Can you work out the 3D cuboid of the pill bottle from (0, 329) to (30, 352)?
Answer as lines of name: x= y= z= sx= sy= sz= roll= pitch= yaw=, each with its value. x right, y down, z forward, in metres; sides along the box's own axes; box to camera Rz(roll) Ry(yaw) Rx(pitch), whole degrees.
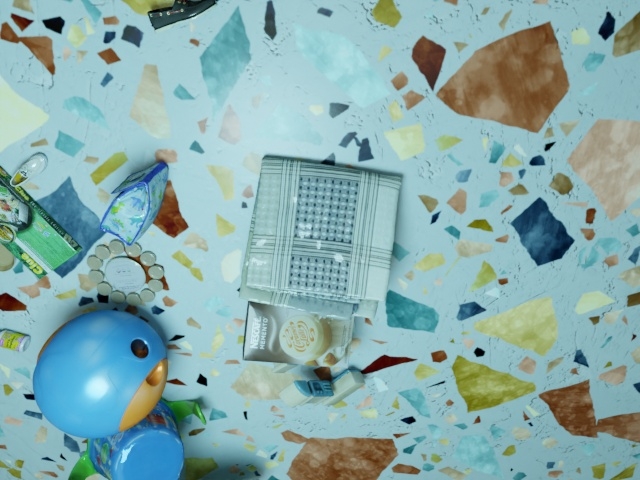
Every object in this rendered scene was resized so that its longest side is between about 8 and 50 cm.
pill bottle: x=-0.798 y=0.257 z=1.249 sx=0.083 sy=0.043 sz=0.043 roll=18 pitch=116 yaw=-8

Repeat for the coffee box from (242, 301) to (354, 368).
coffee box: x=-0.055 y=0.214 z=1.147 sx=0.246 sy=0.098 sz=0.141 roll=6 pitch=94 yaw=-9

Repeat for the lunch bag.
lunch bag: x=-0.380 y=-0.087 z=1.019 sx=0.096 sy=0.129 sz=0.151 roll=34 pitch=113 yaw=-15

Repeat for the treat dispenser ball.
treat dispenser ball: x=-0.505 y=0.306 z=1.132 sx=0.288 sy=0.288 sz=0.288 roll=1 pitch=117 yaw=1

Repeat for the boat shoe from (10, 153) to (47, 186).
boat shoe: x=-0.630 y=-0.149 z=1.045 sx=0.100 sy=0.035 sz=0.035 roll=-31 pitch=112 yaw=16

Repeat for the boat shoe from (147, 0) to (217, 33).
boat shoe: x=-0.254 y=-0.422 z=0.890 sx=0.133 sy=0.049 sz=0.042 roll=-13 pitch=124 yaw=13

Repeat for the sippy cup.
sippy cup: x=-0.452 y=0.526 z=1.226 sx=0.240 sy=0.224 sz=0.305 roll=36 pitch=72 yaw=-25

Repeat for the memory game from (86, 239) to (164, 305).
memory game: x=-0.468 y=0.081 z=1.171 sx=0.186 sy=0.012 sz=0.186 roll=0 pitch=117 yaw=0

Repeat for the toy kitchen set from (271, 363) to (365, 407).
toy kitchen set: x=-0.014 y=0.325 z=1.258 sx=0.122 sy=0.166 sz=0.207 roll=-41 pitch=145 yaw=23

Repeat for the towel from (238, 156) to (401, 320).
towel: x=0.000 y=0.000 z=1.033 sx=0.312 sy=0.056 sz=0.324 roll=9 pitch=93 yaw=-3

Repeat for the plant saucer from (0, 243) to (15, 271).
plant saucer: x=-0.764 y=0.035 z=1.152 sx=0.083 sy=0.015 sz=0.083 roll=0 pitch=116 yaw=0

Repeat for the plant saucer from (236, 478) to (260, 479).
plant saucer: x=-0.360 y=0.740 z=1.338 sx=0.400 sy=0.100 sz=0.400 roll=-8 pitch=153 yaw=-4

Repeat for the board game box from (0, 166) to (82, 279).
board game box: x=-0.688 y=-0.039 z=1.106 sx=0.136 sy=0.030 sz=0.260 roll=-31 pitch=112 yaw=13
